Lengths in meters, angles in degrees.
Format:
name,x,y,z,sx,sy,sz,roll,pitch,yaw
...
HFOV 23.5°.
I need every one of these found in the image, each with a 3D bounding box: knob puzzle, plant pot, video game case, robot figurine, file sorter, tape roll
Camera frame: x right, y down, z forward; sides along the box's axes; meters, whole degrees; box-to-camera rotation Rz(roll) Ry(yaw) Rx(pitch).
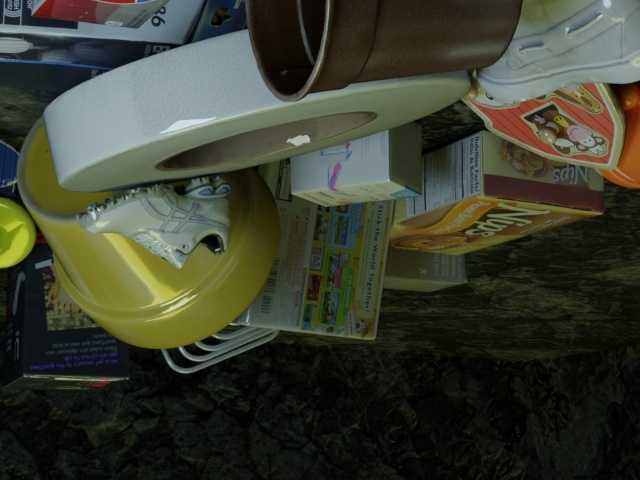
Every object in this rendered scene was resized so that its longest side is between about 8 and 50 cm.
name,x,y,z,sx,sy,sz,roll,pitch,yaw
knob puzzle,0.210,-0.125,1.478,0.213,0.030,0.213,27,156,13
plant pot,0.049,-0.187,1.130,0.165,0.167,0.167,-3,171,-22
video game case,0.000,0.000,1.869,0.206,0.227,0.026,9,177,-39
robot figurine,0.343,-0.121,1.515,0.158,0.128,0.219,-32,-174,-30
file sorter,-0.115,0.043,2.004,0.192,0.173,0.277,-21,171,-24
plant pot,-0.203,-0.038,1.684,0.254,0.254,0.239,-4,154,21
tape roll,-0.058,-0.122,1.400,0.392,0.072,0.392,-14,177,-1

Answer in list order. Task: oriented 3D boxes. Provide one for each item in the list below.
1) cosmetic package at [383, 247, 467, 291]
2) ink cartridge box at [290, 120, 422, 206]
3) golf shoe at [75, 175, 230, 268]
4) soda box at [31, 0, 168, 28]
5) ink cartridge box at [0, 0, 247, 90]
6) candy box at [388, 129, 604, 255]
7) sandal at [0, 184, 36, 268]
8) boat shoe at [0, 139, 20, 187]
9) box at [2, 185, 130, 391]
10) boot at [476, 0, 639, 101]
name,x,y,z,sx,sy,sz,roll,pitch,yaw
cosmetic package,0.075,-0.001,2.123,0.238,0.127,0.107,4,169,-29
ink cartridge box,0.032,-0.093,1.747,0.143,0.090,0.092,-7,167,27
golf shoe,-0.156,-0.013,1.521,0.176,0.086,0.069,-10,177,-39
soda box,-0.125,-0.229,1.076,0.092,0.083,0.263,5,167,-26
ink cartridge box,-0.225,-0.183,1.367,0.332,0.065,0.165,1,168,-10
candy box,0.189,-0.054,1.952,0.183,0.088,0.316,6,167,-29
sandal,-0.503,-0.052,1.901,0.317,0.126,0.138,14,-151,-8
boat shoe,-0.436,-0.098,1.808,0.183,0.066,0.066,11,173,-4
box,-0.334,0.058,2.038,0.143,0.270,0.165,4,168,-20
boot,0.186,-0.192,1.273,0.123,0.095,0.258,49,159,-18
